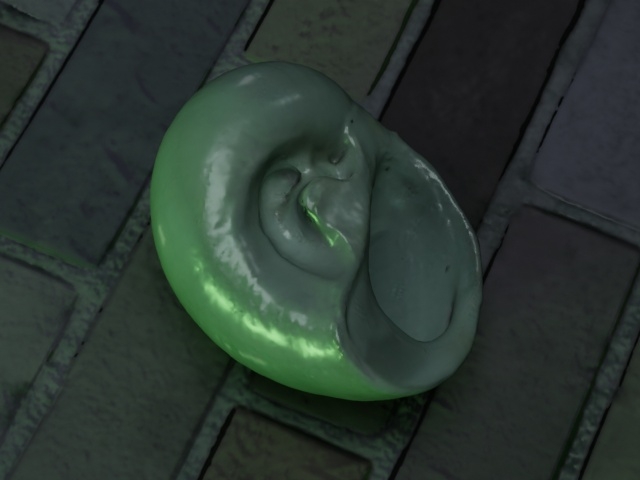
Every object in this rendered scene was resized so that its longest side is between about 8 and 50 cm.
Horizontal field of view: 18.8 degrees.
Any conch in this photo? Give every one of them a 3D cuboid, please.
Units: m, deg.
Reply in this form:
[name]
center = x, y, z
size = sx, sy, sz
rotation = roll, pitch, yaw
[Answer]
[conch]
center = -0.001, 0.001, 1.117
size = 0.185, 0.121, 0.221
rotation = -18, 71, -16
